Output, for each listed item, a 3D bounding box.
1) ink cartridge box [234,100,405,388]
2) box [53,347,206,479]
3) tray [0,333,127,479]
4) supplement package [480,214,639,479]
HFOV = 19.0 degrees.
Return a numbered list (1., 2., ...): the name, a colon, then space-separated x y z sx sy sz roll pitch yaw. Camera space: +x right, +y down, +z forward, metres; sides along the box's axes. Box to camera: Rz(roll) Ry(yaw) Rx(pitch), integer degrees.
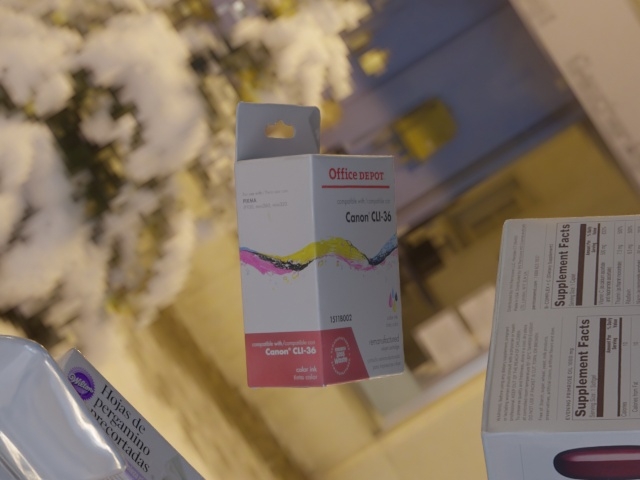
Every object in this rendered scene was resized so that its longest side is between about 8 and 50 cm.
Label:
1. ink cartridge box: 0.000 0.000 1.334 0.115 0.067 0.198 -4 90 -58
2. box: -0.128 0.227 1.596 0.324 0.067 0.063 47 39 -19
3. tray: -0.226 0.074 0.788 0.145 0.270 0.030 72 23 -61
4. supplement package: 0.188 0.147 1.189 0.204 0.145 0.262 -77 160 -52
